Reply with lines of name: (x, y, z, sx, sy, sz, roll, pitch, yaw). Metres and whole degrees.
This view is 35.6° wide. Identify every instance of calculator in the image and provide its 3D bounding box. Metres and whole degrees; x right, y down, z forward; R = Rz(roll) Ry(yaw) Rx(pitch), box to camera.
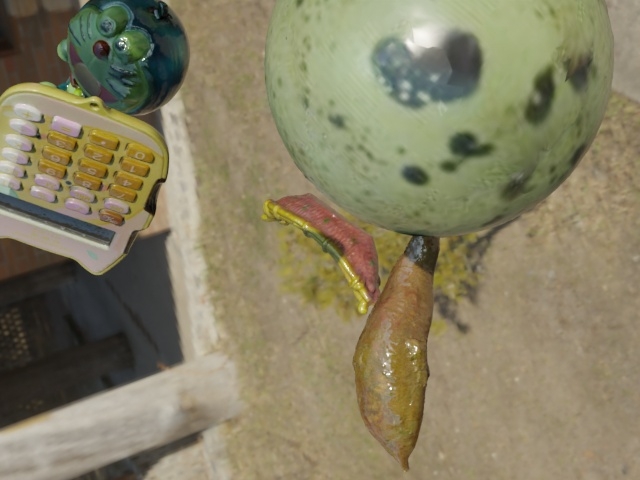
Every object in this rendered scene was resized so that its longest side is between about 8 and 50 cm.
calculator: (-0.213, -0.053, 0.842, 0.236, 0.157, 0.033, 131, 155, -52)

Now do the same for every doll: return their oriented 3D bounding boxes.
doll: (-0.332, -0.284, 1.619, 0.322, 0.186, 0.199, -33, 91, 42)

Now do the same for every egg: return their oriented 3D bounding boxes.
egg: (0.064, -0.092, 0.532, 0.228, 0.177, 0.177, -31, -76, -75)

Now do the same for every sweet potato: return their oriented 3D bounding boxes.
sweet potato: (0.062, 0.073, 0.810, 0.068, 0.068, 0.226, 165, 115, -66)

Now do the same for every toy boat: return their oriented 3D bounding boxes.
toy boat: (0.005, -0.005, 1.550, 0.099, 0.141, 0.318, -56, 43, 7)
